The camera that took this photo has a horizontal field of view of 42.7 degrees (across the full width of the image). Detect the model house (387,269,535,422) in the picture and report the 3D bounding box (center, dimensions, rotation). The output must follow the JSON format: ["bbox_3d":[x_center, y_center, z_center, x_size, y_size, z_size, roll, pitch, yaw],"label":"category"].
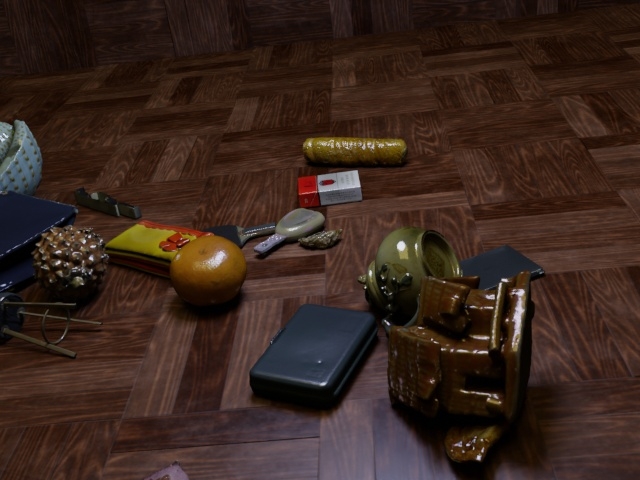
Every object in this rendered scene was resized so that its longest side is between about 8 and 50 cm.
[{"bbox_3d":[0.211,0.157,1.271,0.229,0.199,0.219,-3,6,20],"label":"model house"}]

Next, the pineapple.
[{"bbox_3d":[-0.517,0.052,1.710,0.166,0.166,0.193,-18,32,-19],"label":"pineapple"}]

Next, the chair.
[{"bbox_3d":[-0.547,0.156,1.599,0.221,0.104,0.095,6,5,16],"label":"chair"}]

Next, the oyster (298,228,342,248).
[{"bbox_3d":[0.000,0.000,1.819,0.081,0.038,0.083,-20,3,-43],"label":"oyster"}]

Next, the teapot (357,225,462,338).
[{"bbox_3d":[0.152,0.080,1.506,0.182,0.173,0.269,-29,34,34],"label":"teapot"}]

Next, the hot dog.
[{"bbox_3d":[0.089,-0.233,2.176,0.289,0.083,0.068,3,49,20],"label":"hot dog"}]

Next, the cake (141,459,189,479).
[{"bbox_3d":[-0.274,0.414,1.061,0.295,0.113,0.116,-28,27,-12],"label":"cake"}]

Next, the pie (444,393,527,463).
[{"bbox_3d":[0.238,0.279,1.215,0.088,0.033,0.191,-2,19,36],"label":"pie"}]

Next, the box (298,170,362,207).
[{"bbox_3d":[0.022,-0.127,2.021,0.152,0.048,0.100,-5,26,1],"label":"box"}]

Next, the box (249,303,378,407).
[{"bbox_3d":[-0.007,0.193,1.421,0.160,0.050,0.230,6,31,24],"label":"box"}]

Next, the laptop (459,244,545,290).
[{"bbox_3d":[0.332,0.063,1.615,0.180,0.016,0.129,-17,29,-18],"label":"laptop"}]

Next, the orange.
[{"bbox_3d":[-0.223,0.065,1.645,0.156,0.124,0.156,-6,45,6],"label":"orange"}]

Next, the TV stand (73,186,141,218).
[{"bbox_3d":[-0.553,-0.096,2.122,0.249,0.036,0.042,16,35,37],"label":"TV stand"}]

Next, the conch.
[{"bbox_3d":[-0.860,-0.166,2.158,0.303,0.215,0.319,3,61,31],"label":"conch"}]

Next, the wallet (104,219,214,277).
[{"bbox_3d":[-0.356,0.010,1.828,0.241,0.067,0.141,10,39,33],"label":"wallet"}]

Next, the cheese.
[{"bbox_3d":[-0.077,-0.017,1.849,0.097,0.037,0.192,15,36,37],"label":"cheese"}]

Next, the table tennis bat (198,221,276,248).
[{"bbox_3d":[-0.207,-0.006,1.882,0.220,0.019,0.130,-13,30,-6],"label":"table tennis bat"}]

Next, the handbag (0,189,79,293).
[{"bbox_3d":[-0.750,0.014,1.876,0.303,0.122,0.329,13,34,32],"label":"handbag"}]
